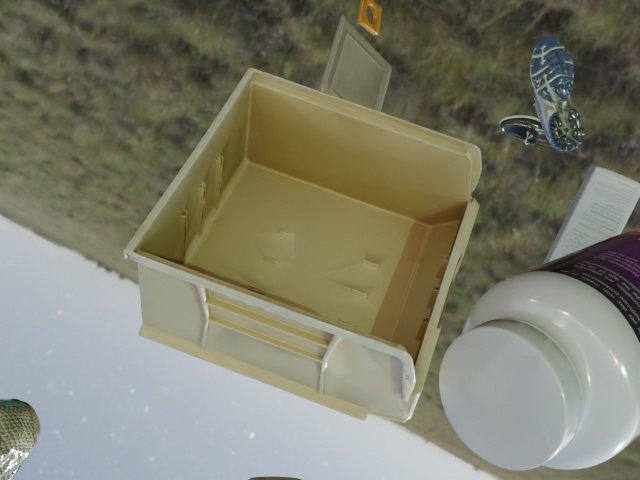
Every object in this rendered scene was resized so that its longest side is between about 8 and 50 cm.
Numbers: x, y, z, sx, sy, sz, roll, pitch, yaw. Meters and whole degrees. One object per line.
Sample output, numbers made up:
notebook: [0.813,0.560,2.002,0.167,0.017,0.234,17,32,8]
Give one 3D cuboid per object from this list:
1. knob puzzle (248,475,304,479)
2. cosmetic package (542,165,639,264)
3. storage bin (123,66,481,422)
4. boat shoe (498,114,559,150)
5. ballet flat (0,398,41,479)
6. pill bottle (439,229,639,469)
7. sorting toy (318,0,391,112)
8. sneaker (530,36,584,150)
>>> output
knob puzzle: [-0.056,0.454,1.386,0.213,0.030,0.213,7,-153,-3]
cosmetic package: [0.422,-0.001,1.363,0.085,0.231,0.117,24,-169,11]
storage bin: [0.000,0.000,0.788,0.260,0.262,0.123,19,139,7]
boat shoe: [0.356,-0.176,1.417,0.125,0.038,0.046,11,157,-13]
ballet flat: [-0.692,0.480,1.504,0.164,0.483,0.182,32,172,20]
pill bottle: [0.259,0.102,0.819,0.181,0.182,0.323,23,-155,39]
sorting toy: [0.061,-0.312,1.663,0.047,0.348,0.196,-2,153,37]
sneaker: [0.274,-0.173,1.022,0.052,0.135,0.058,-12,-172,-3]
